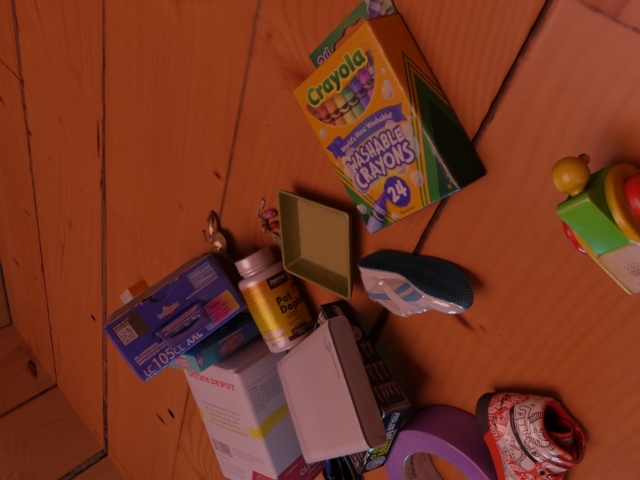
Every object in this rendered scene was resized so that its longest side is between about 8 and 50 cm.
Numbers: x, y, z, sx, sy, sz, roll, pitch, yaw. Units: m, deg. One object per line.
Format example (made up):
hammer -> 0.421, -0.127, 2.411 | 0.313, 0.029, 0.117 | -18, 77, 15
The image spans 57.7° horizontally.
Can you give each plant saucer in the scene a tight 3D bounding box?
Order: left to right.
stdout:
plant saucer -> 0.000, 0.000, 1.138 | 0.188, 0.045, 0.188 | 23, 127, 38

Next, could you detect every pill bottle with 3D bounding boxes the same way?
pill bottle -> -0.103, 0.126, 1.268 | 0.117, 0.117, 0.215 | -22, 96, 51

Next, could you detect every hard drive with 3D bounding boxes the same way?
hard drive -> 0.006, 0.312, 1.161 | 0.353, 0.047, 0.233 | -50, 54, 59

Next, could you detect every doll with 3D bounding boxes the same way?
doll -> 0.029, 0.577, 1.432 | 0.129, 0.046, 0.189 | -139, 32, -72

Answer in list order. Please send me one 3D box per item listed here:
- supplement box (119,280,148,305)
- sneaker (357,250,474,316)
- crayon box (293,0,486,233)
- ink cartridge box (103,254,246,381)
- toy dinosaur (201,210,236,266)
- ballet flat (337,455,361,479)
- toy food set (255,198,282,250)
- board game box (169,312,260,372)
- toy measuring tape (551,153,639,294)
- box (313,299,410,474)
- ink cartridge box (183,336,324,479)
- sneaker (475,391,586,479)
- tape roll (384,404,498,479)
supplement box -> -0.605, 0.171, 1.883 | 0.036, 0.062, 0.098 | 58, 142, 2
sneaker -> 0.165, 0.084, 0.988 | 0.228, 0.087, 0.092 | 17, 131, 49
crayon box -> 0.085, -0.193, 0.901 | 0.203, 0.083, 0.323 | -29, 89, 51
ink cartridge box -> -0.335, 0.165, 1.318 | 0.151, 0.270, 0.395 | 56, 163, -6
toy dinosaur -> -0.245, 0.021, 1.412 | 0.183, 0.053, 0.092 | 58, 140, 4
ballet flat -> 0.059, 0.548, 1.397 | 0.057, 0.049, 0.173 | 2, 114, 49
toy food set -> -0.102, -0.028, 1.252 | 0.122, 0.019, 0.078 | 48, 139, 16
board game box -> -0.260, 0.247, 1.437 | 0.160, 0.210, 0.047 | -6, 108, 49
toy measuring tape -> 0.397, 0.009, 0.697 | 0.330, 0.121, 0.121 | 41, 142, -11
box -> 0.062, 0.290, 1.162 | 0.270, 0.060, 0.216 | 56, 145, 41
ink cartridge box -> -0.178, 0.443, 1.504 | 0.279, 0.160, 0.385 | 0, 113, 47
sneaker -> 0.362, 0.370, 0.931 | 0.145, 0.090, 0.270 | -21, 94, 53
tape roll -> 0.255, 0.455, 1.098 | 0.274, 0.090, 0.275 | 25, 128, 36
